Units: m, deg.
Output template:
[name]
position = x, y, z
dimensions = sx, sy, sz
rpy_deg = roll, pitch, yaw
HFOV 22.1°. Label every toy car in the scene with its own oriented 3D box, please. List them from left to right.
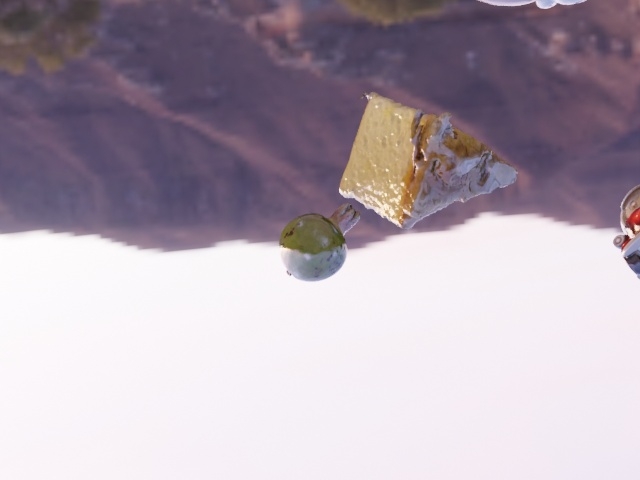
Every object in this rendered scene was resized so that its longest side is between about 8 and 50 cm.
[toy car]
position = 0.389, -0.011, 1.844
dimensions = 0.112, 0.139, 0.112
rpy_deg = -41, -140, 13

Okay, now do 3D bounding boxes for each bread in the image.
[bread]
position = 0.112, -0.078, 1.706
dimensions = 0.152, 0.127, 0.147
rpy_deg = 10, -168, -41

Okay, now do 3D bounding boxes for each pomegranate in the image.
[pomegranate]
position = 0.000, 0.002, 1.604
dimensions = 0.084, 0.073, 0.073
rpy_deg = -36, -159, -27

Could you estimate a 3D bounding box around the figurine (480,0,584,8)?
[figurine]
position = 0.251, -0.279, 0.943
dimensions = 0.388, 0.248, 0.276
rpy_deg = -52, -179, -31
